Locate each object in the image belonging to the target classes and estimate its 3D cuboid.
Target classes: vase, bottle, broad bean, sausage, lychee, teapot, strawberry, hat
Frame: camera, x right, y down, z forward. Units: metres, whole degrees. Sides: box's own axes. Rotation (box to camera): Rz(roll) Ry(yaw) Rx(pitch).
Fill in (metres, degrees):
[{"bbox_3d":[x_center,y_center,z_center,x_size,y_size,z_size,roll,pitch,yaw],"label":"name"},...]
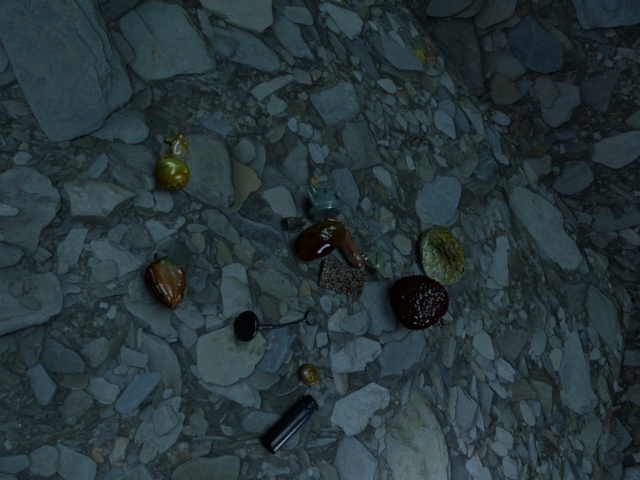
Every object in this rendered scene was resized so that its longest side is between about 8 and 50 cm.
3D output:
[{"bbox_3d":[-0.112,-0.077,1.911,0.100,0.053,0.053,-11,81,-39],"label":"vase"},{"bbox_3d":[-0.109,0.671,1.658,0.244,0.082,0.072,-34,139,-35],"label":"bottle"},{"bbox_3d":[0.001,0.003,1.874,0.228,0.122,0.156,-23,120,0],"label":"broad bean"},{"bbox_3d":[0.110,0.004,1.986,0.078,0.078,0.304,-48,117,-34],"label":"sausage"},{"bbox_3d":[0.457,0.287,2.037,0.300,0.264,0.264,45,52,16],"label":"lychee"},{"bbox_3d":[0.010,-0.175,1.968,0.232,0.159,0.159,23,60,-54],"label":"teapot"},{"bbox_3d":[-0.535,0.142,1.540,0.192,0.085,0.140,54,36,-11],"label":"strawberry"},{"bbox_3d":[0.264,0.110,2.059,0.081,0.122,0.166,-39,65,4],"label":"hat"}]

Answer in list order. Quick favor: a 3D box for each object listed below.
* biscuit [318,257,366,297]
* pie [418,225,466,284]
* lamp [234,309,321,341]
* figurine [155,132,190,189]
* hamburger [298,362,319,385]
[{"bbox_3d":[0.101,0.166,1.972,0.231,0.025,0.131,19,79,-27],"label":"biscuit"},{"bbox_3d":[0.639,0.076,2.339,0.339,0.077,0.339,11,69,-30],"label":"pie"},{"bbox_3d":[-0.138,0.321,1.728,0.371,0.108,0.130,7,70,-32],"label":"lamp"},{"bbox_3d":[-0.541,-0.285,1.664,0.156,0.131,0.246,65,22,-50],"label":"figurine"},{"bbox_3d":[-0.046,0.525,1.763,0.083,0.044,0.076,51,55,-12],"label":"hamburger"}]
